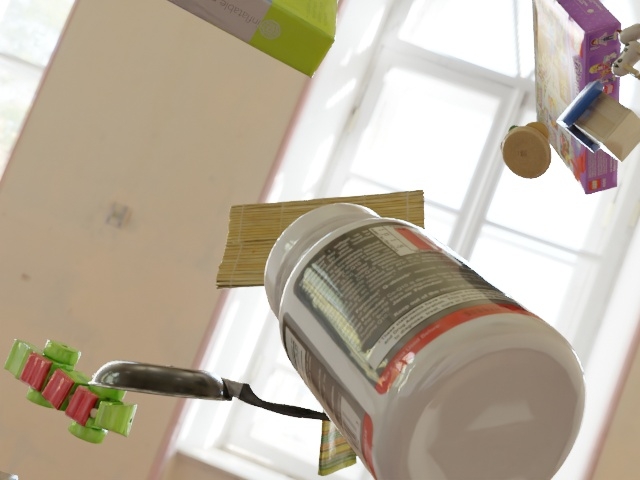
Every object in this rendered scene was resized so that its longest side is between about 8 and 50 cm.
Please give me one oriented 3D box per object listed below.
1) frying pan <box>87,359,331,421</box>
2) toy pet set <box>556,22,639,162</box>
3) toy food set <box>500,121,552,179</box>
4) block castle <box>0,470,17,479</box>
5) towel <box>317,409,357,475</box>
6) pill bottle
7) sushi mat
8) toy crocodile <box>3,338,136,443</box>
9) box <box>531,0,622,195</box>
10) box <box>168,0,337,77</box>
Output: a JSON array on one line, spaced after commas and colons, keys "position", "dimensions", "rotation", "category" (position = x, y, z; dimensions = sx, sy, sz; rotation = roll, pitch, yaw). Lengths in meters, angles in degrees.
[{"position": [-0.153, 0.201, 1.296], "dimensions": [0.326, 0.053, 0.197], "rotation": [5, -8, 13], "category": "frying pan"}, {"position": [0.256, -0.122, 0.785], "dimensions": [0.122, 0.114, 0.065], "rotation": [30, 14, -45], "category": "toy pet set"}, {"position": [0.298, -0.129, 1.392], "dimensions": [0.083, 0.083, 0.020], "rotation": [-10, 14, 43], "category": "toy food set"}, {"position": [-0.363, 0.398, 0.868], "dimensions": [0.453, 0.212, 0.303], "rotation": [-25, -43, 22], "category": "block castle"}, {"position": [0.035, 0.230, 1.443], "dimensions": [0.021, 0.237, 0.102], "rotation": [8, 6, 29], "category": "towel"}, {"position": [0.080, 0.100, 0.971], "dimensions": [0.210, 0.210, 0.363], "rotation": [25, 10, -30], "category": "pill bottle"}, {"position": [0.000, 0.000, 1.411], "dimensions": [0.317, 0.151, 0.019], "rotation": [-4, -36, 19], "category": "sushi mat"}, {"position": [-0.452, 0.263, 1.711], "dimensions": [0.341, 0.115, 0.105], "rotation": [25, -1, 33], "category": "toy crocodile"}, {"position": [0.386, -0.242, 1.460], "dimensions": [0.201, 0.057, 0.293], "rotation": [-108, -177, -48], "category": "box"}, {"position": [-0.072, -0.196, 0.695], "dimensions": [0.178, 0.042, 0.109], "rotation": [26, 35, -17], "category": "box"}]
